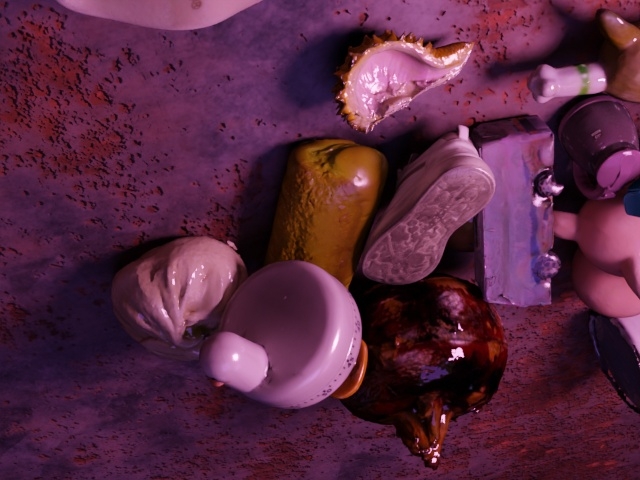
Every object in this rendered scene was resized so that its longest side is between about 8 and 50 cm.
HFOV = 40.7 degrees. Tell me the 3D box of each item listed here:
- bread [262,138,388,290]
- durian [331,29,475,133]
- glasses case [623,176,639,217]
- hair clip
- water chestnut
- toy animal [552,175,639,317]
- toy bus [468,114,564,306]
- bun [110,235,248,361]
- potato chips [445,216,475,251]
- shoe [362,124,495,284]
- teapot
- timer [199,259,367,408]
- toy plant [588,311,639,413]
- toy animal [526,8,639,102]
[{"bbox_3d":[0.000,0.000,1.437,0.166,0.112,0.383,2,135,-16],"label":"bread"},{"bbox_3d":[0.113,-0.251,1.244,0.224,0.078,0.140,-21,124,-7],"label":"durian"},{"bbox_3d":[0.617,-0.135,1.365,0.301,0.117,0.070,-38,118,-21],"label":"glasses case"},{"bbox_3d":[-0.183,-0.343,1.043,0.282,0.113,0.172,-6,136,-9],"label":"hair clip"},{"bbox_3d":[0.179,0.236,1.542,0.335,0.347,0.335,-12,157,-5],"label":"water chestnut"},{"bbox_3d":[0.544,0.010,1.529,0.269,0.237,0.326,-20,141,-36],"label":"toy animal"},{"bbox_3d":[0.317,-0.039,1.416,0.138,0.112,0.317,-7,115,-1],"label":"toy bus"},{"bbox_3d":[-0.232,0.111,1.461,0.259,0.160,0.259,-6,136,-5],"label":"bun"},{"bbox_3d":[0.298,-0.041,1.509,0.208,0.062,0.195,-9,134,-2],"label":"potato chips"},{"bbox_3d":[0.163,-0.065,1.388,0.124,0.159,0.316,19,140,-21],"label":"shoe"},{"bbox_3d":[0.445,-0.141,1.381,0.116,0.146,0.148,21,127,-31],"label":"teapot"},{"bbox_3d":[-0.061,0.141,1.333,0.233,0.233,0.240,-31,145,17],"label":"timer"},{"bbox_3d":[0.752,0.190,1.761,0.332,0.247,0.247,-22,136,-2],"label":"toy plant"},{"bbox_3d":[0.500,-0.266,1.271,0.363,0.180,0.181,15,126,2],"label":"toy animal"}]
